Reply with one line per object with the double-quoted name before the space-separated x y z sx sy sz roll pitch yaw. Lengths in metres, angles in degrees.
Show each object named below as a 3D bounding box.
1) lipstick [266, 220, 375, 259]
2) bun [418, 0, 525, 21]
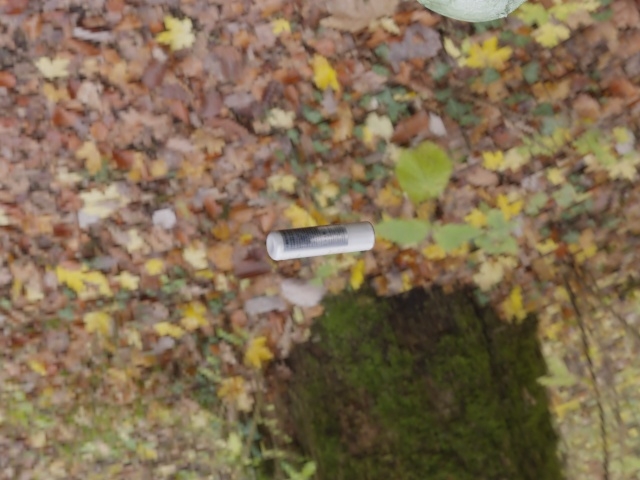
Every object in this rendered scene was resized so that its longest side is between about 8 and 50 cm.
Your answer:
"lipstick" 0.000 0.000 1.485 0.141 0.040 0.040 -5 140 -25
"bun" 0.162 -0.355 1.284 0.221 0.221 0.108 -26 161 11
